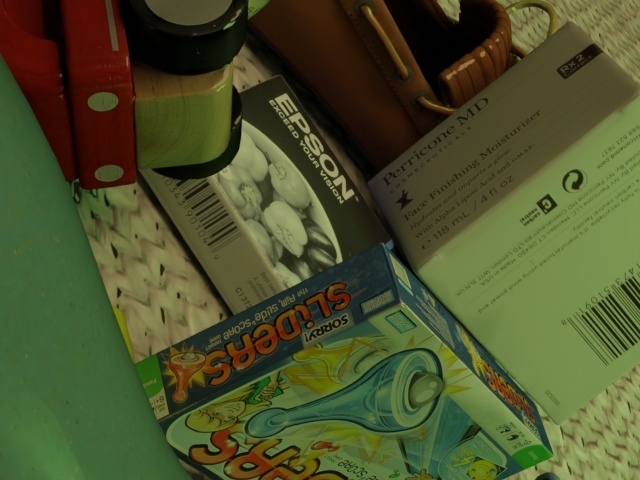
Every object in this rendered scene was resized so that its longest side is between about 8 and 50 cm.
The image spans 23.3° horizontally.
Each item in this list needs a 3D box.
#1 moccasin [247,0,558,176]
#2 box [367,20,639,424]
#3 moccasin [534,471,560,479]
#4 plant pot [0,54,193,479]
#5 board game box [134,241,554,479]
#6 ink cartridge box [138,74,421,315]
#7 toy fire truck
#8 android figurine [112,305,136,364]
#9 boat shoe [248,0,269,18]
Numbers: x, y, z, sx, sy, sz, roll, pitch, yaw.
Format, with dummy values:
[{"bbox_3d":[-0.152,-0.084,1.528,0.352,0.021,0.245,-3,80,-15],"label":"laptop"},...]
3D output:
[{"bbox_3d":[0.087,-0.123,1.103,0.380,0.147,0.139,47,30,-18],"label":"moccasin"},{"bbox_3d":[0.162,-0.010,1.032,0.182,0.181,0.119,46,9,-32],"label":"box"},{"bbox_3d":[0.084,0.207,0.807,0.137,0.117,0.342,59,29,2],"label":"moccasin"},{"bbox_3d":[-0.172,0.038,0.420,0.255,0.272,0.271,52,29,-12],"label":"plant pot"},{"bbox_3d":[0.016,0.085,0.753,0.201,0.136,0.035,44,24,-52],"label":"board game box"},{"bbox_3d":[0.000,0.000,0.958,0.206,0.045,0.208,56,27,-2],"label":"ink cartridge box"},{"bbox_3d":[-0.169,-0.143,0.769,0.158,0.246,0.217,97,-16,-57],"label":"toy fire truck"},{"bbox_3d":[-0.158,0.063,0.638,0.248,0.056,0.272,14,50,-52],"label":"android figurine"},{"bbox_3d":[-0.136,-0.234,0.928,0.285,0.089,0.104,40,33,-29],"label":"boat shoe"}]
